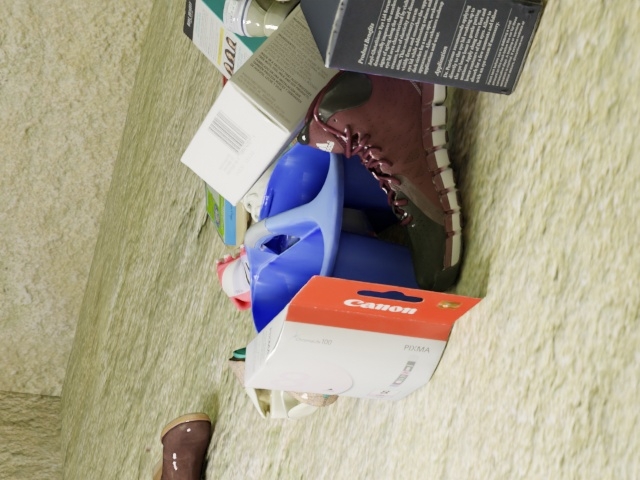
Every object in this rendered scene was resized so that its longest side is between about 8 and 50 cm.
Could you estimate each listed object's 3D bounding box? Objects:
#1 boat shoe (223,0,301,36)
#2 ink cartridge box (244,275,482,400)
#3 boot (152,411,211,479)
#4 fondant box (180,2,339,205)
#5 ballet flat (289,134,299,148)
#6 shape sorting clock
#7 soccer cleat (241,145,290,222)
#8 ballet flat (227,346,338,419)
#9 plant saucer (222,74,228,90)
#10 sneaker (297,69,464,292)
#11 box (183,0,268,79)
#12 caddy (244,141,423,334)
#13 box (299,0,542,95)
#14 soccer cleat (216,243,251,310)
[{"bbox_3d":[-0.018,-0.343,1.951,0.302,0.094,0.109,-45,-27,-44],"label":"boat shoe"},{"bbox_3d":[0.040,0.110,1.512,0.232,0.189,0.066,138,137,-64],"label":"ink cartridge box"},{"bbox_3d":[-0.224,0.434,2.468,0.248,0.090,0.206,118,142,-46],"label":"boot"},{"bbox_3d":[-0.012,-0.218,1.724,0.330,0.096,0.238,-50,2,-27],"label":"fondant box"},{"bbox_3d":[-0.001,-0.107,1.999,0.067,0.073,0.206,-35,46,31],"label":"ballet flat"},{"bbox_3d":[-0.164,-0.086,2.484,0.206,0.040,0.206,172,90,-73],"label":"shape sorting clock"},{"bbox_3d":[-0.082,-0.073,2.085,0.331,0.143,0.116,-101,25,-47],"label":"soccer cleat"},{"bbox_3d":[-0.052,0.190,1.943,0.316,0.108,0.106,161,103,-72],"label":"ballet flat"},{"bbox_3d":[-0.141,-0.296,2.472,0.258,0.048,0.259,103,167,-58],"label":"plant saucer"},{"bbox_3d":[0.057,-0.078,1.539,0.106,0.163,0.281,153,112,-72],"label":"sneaker"},{"bbox_3d":[-0.123,-0.304,2.250,0.244,0.060,0.100,48,147,28],"label":"box"},{"bbox_3d":[0.000,0.000,1.719,0.341,0.179,0.241,145,130,-67],"label":"caddy"},{"bbox_3d":[0.098,-0.240,1.455,0.153,0.207,0.108,-107,28,-56],"label":"box"},{"bbox_3d":[-0.094,0.048,2.212,0.248,0.083,0.095,-25,88,65],"label":"soccer cleat"}]
